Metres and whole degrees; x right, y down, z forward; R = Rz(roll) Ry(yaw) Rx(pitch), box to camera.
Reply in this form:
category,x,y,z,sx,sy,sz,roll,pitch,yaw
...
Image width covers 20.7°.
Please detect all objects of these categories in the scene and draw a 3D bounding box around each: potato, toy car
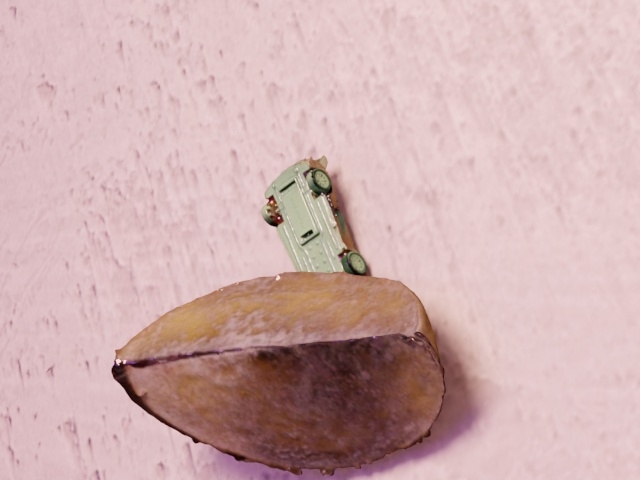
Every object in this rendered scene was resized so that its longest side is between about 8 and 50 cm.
category,x,y,z,sx,sy,sz,roll,pitch,yaw
potato,-0.004,0.086,1.219,0.261,0.120,0.100,-6,35,32
toy car,0.000,0.000,1.264,0.059,0.035,0.122,-34,73,35
